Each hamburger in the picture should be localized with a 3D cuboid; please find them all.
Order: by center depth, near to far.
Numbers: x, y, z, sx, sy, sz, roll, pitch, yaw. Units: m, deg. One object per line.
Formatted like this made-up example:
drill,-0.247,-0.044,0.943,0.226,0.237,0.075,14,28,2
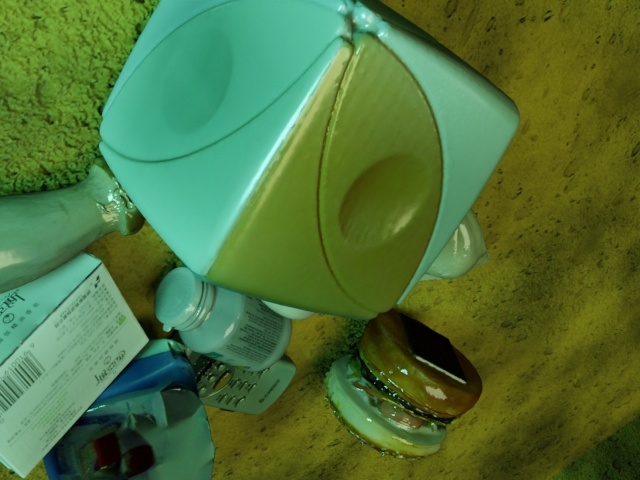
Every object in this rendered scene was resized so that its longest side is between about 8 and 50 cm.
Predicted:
hamburger,0.156,0.289,1.607,0.291,0.291,0.225,12,117,-45

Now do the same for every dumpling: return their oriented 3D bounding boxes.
dumpling,0.204,-0.006,1.496,0.179,0.131,0.252,-23,133,14

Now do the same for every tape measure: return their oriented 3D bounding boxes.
tape measure,-0.307,0.288,1.277,0.262,0.138,0.259,-9,127,-12

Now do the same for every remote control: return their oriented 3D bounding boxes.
remote control,-0.170,0.241,1.456,0.140,0.056,0.296,-50,139,12

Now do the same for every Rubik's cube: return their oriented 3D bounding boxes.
Rubik's cube,-0.019,-0.141,1.005,0.352,0.351,0.347,16,114,-43

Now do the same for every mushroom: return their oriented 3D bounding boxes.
mushroom,-0.384,-0.005,1.011,0.350,0.128,0.128,-25,138,-24

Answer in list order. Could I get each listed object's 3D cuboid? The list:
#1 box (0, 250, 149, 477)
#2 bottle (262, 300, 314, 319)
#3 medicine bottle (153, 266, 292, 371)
box,-0.379,0.156,1.097,0.260,0.111,0.195,-51,148,-29
bottle,0.000,0.000,1.276,0.147,0.148,0.236,15,126,-46
medicine bottle,-0.156,0.121,1.293,0.135,0.135,0.215,-50,136,9
